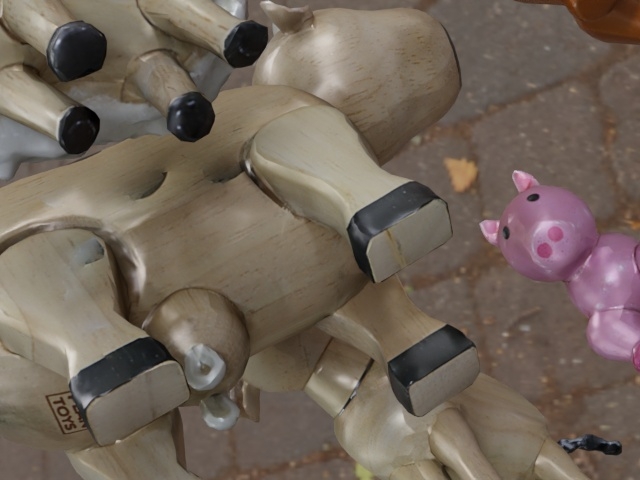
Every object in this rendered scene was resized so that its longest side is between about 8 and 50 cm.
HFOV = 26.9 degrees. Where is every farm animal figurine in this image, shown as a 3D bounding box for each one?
[{"bbox_3d":[0.000,0.000,0.499,0.172,0.326,0.330,42,138,44],"label":"farm animal figurine"}]
